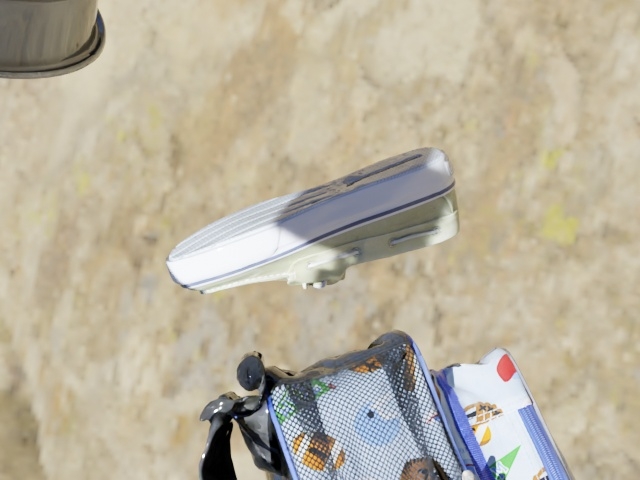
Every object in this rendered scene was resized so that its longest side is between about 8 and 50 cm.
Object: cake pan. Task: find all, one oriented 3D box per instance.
[{"bbox_3d":[-0.290,-0.217,1.218,0.054,0.293,0.293,-64,29,26],"label":"cake pan"}]

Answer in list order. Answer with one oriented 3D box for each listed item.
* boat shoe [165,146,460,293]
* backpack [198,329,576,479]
[{"bbox_3d":[0.000,0.000,1.626,0.109,0.302,0.094,-125,16,-73],"label":"boat shoe"},{"bbox_3d":[0.064,0.207,1.019,0.276,0.213,0.263,71,-176,-67],"label":"backpack"}]
